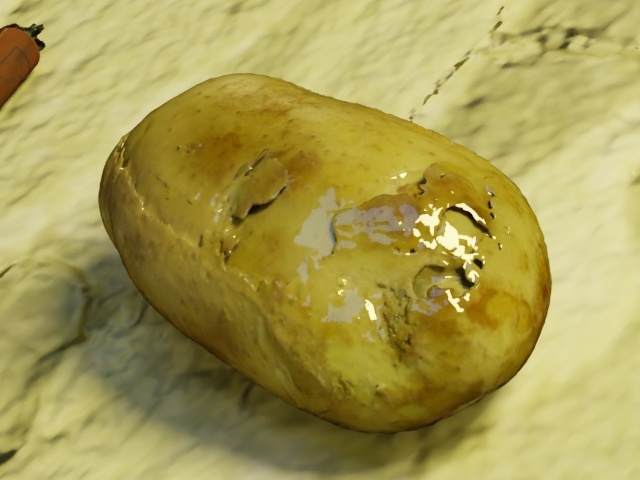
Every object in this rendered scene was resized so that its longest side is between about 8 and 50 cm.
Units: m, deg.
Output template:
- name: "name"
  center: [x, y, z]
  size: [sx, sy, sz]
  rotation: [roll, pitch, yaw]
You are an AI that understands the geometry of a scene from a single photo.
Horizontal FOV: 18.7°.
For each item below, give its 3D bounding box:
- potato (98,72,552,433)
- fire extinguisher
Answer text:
- name: "potato"
  center: [0.000, 0.000, 0.623]
  size: [0.107, 0.080, 0.170]
  rotation: [-24, 35, -29]
- name: "fire extinguisher"
  center: [-0.138, -0.066, 0.800]
  size: [0.028, 0.022, 0.083]
  rotation: [-25, 25, 43]
